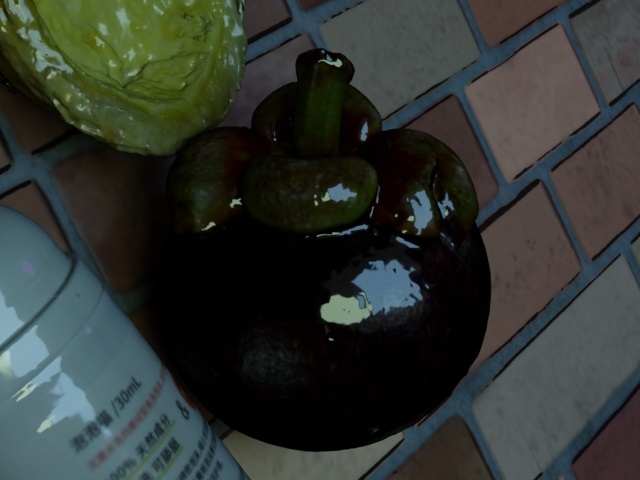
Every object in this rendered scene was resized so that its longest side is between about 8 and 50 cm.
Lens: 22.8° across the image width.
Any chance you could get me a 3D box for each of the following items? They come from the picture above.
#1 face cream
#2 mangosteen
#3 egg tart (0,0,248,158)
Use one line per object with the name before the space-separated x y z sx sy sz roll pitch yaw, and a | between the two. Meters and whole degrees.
face cream | -0.165 0.072 0.815 0.370 0.145 0.145 54 45 -17
mangosteen | 0.000 0.000 0.943 0.211 0.211 0.250 -43 140 -45
egg tart | -0.135 -0.148 0.958 0.212 0.090 0.213 15 69 -42
